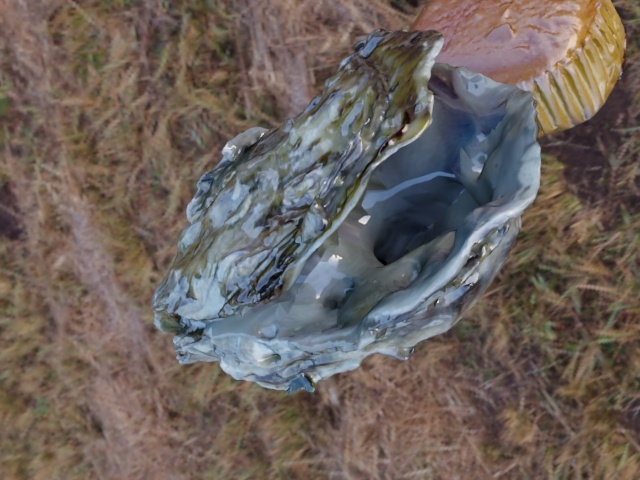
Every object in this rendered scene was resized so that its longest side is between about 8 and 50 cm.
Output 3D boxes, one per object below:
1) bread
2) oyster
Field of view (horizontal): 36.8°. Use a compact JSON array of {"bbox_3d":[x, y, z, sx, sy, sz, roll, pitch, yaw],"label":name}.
[{"bbox_3d":[0.175,-0.181,0.889,0.199,0.199,0.104,14,157,42],"label":"bread"},{"bbox_3d":[-0.004,0.004,0.538,0.158,0.162,0.351,49,150,4],"label":"oyster"}]
